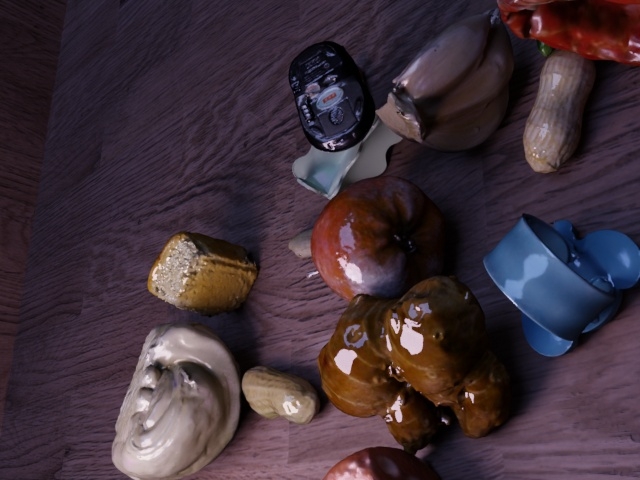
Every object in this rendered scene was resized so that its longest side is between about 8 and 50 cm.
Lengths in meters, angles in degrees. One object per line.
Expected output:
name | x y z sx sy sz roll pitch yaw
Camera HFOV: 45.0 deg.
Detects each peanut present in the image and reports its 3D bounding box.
peanut | 0.373 -0.206 1.205 0.087 0.087 0.206 12 84 50
peanut | -0.080 0.306 1.523 0.214 0.090 0.098 3 66 50

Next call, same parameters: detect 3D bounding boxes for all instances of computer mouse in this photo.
computer mouse | 0.026 -0.255 1.409 0.137 0.096 0.233 -23 62 12

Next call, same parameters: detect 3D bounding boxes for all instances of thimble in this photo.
thimble | 0.417 -0.378 1.025 0.350 0.350 0.230 13 90 51

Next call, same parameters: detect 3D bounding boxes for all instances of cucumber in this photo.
cucumber | 0.377 -0.382 1.309 0.037 0.037 0.155 -22 60 43

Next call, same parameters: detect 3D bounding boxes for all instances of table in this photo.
table | 0.056 -0.178 1.505 0.166 0.167 0.198 41 105 48

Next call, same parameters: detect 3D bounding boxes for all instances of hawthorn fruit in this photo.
hawthorn fruit | 0.095 -0.005 1.339 0.235 0.231 0.263 -28 38 -9

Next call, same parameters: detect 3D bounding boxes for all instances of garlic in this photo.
garlic | 0.211 -0.267 1.316 0.292 0.237 0.210 -36 47 -19

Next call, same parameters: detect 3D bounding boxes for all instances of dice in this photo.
dice | 0.098 0.443 1.199 0.175 0.174 0.179 -53 42 19

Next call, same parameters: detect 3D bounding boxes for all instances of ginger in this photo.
ginger | 0.139 0.202 1.219 0.358 0.274 0.152 -24 24 38

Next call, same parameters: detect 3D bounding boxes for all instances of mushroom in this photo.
mushroom | 0.000 0.000 1.574 0.209 0.071 0.084 -7 65 51

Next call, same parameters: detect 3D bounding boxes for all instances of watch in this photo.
watch | 0.321 0.047 1.082 0.211 0.193 0.210 -20 62 41

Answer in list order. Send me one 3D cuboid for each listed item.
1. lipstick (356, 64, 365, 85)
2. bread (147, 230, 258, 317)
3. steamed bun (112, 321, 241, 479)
lipstick | 0.079 -0.308 1.622 0.038 0.038 0.130 -34 52 36
bread | -0.256 0.076 1.704 0.121 0.246 0.174 29 99 40
steamed bun | -0.286 0.346 1.635 0.352 0.247 0.339 135 151 -62
